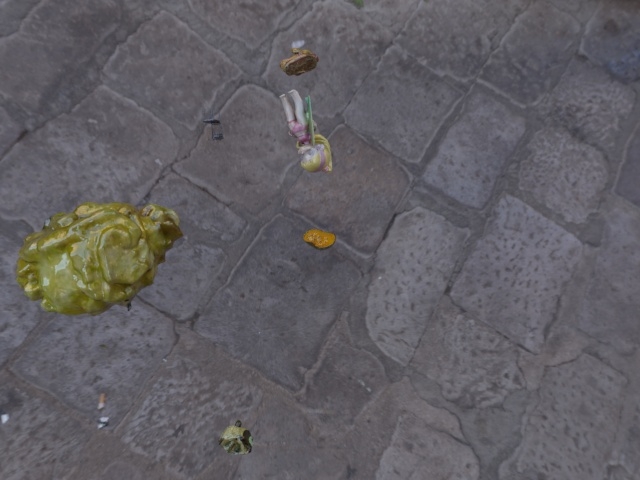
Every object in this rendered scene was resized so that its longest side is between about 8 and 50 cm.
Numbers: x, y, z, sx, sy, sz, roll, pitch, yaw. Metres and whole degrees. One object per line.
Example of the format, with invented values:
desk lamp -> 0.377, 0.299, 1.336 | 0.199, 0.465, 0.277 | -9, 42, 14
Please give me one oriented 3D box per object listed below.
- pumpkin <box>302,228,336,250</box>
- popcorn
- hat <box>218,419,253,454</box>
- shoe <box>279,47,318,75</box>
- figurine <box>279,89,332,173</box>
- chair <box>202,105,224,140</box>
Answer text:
pumpkin -> 0.000, 0.001, 0.906 | 0.083, 0.028, 0.050 | 28, 57, 37
popcorn -> -0.363, 0.030, 0.699 | 0.266, 0.233, 0.192 | -27, 95, -13
hat -> -0.212, 0.500, 1.034 | 0.076, 0.059, 0.077 | -19, 122, 14
shoe -> -0.064, -0.513, 1.162 | 0.109, 0.072, 0.069 | -40, 46, -3
figurine -> -0.026, -0.225, 0.862 | 0.083, 0.083, 0.187 | -28, 103, -13
chair -> -0.275, -0.299, 1.040 | 0.037, 0.042, 0.086 | 0, 102, 22
